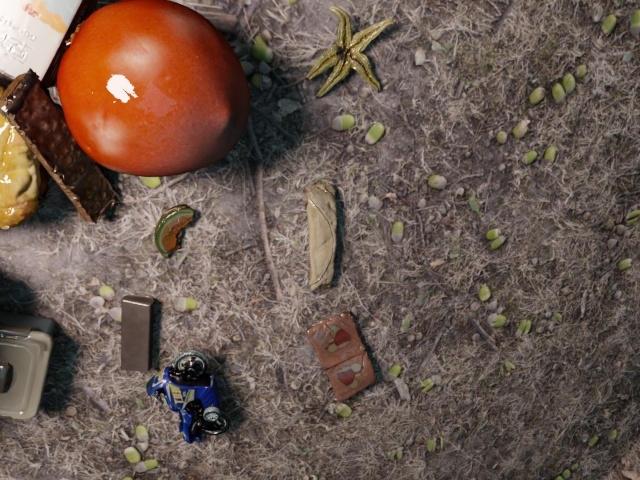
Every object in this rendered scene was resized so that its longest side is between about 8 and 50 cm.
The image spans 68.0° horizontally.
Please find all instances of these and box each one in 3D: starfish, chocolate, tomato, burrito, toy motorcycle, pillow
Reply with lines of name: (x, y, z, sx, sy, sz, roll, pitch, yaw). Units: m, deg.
starfish: (0.065, -0.396, 1.020, 0.223, 0.050, 0.217, -34, 122, 12)
chocolate: (-0.474, -0.154, 0.870, 0.065, 0.103, 0.329, 8, 148, 9)
tomato: (-0.278, -0.254, 0.834, 0.321, 0.321, 0.322, -5, 112, -13)
burrito: (0.000, 0.000, 1.150, 0.082, 0.059, 0.276, -9, 114, -27)
toy motorcycle: (-0.331, 0.397, 1.191, 0.168, 0.113, 0.316, -9, 121, 0)
pillow: (0.060, 0.313, 1.294, 0.135, 0.049, 0.249, -25, 111, -6)

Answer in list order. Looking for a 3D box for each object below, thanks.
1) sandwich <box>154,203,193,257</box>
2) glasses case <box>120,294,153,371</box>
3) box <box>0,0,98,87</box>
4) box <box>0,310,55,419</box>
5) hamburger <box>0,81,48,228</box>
sandwich: (-0.336, -0.022, 1.067, 0.067, 0.029, 0.135, 21, 104, -21)
glasses case: (-0.435, 0.222, 1.127, 0.071, 0.042, 0.191, 5, 109, -9)
box: (-0.537, -0.511, 0.773, 0.344, 0.122, 0.385, 30, 101, -24)
box: (-0.677, 0.268, 1.032, 0.162, 0.130, 0.227, 14, 107, -20)
hamburger: (-0.611, -0.134, 0.878, 0.208, 0.162, 0.330, 23, 101, -24)
